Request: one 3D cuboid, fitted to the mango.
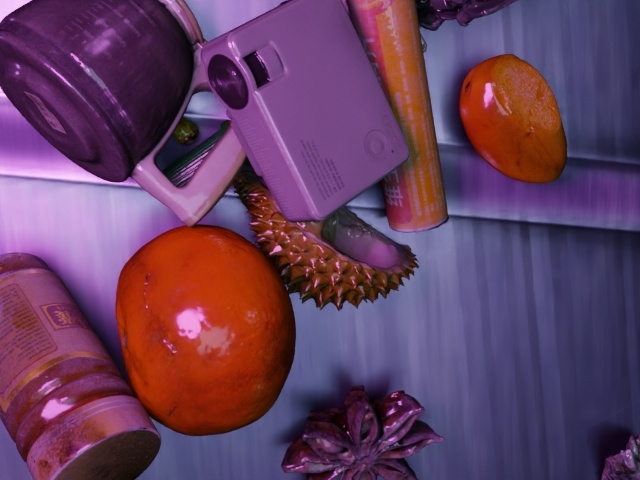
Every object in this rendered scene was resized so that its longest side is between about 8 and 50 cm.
[{"bbox_3d":[0.290,-0.172,1.238,0.217,0.102,0.141,47,66,-17],"label":"mango"}]

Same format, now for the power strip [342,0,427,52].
[{"bbox_3d":[0.079,-0.331,1.202,0.081,0.035,0.192,-33,104,-2],"label":"power strip"}]

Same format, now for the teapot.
[{"bbox_3d":[-0.234,-0.208,1.052,0.322,0.239,0.239,34,68,18],"label":"teapot"}]

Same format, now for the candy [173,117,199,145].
[{"bbox_3d":[-0.213,-0.191,1.179,0.035,0.035,0.123,-30,94,8],"label":"candy"}]

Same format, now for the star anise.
[{"bbox_3d":[0.056,0.307,1.274,0.236,0.109,0.223,12,121,-26],"label":"star anise"}]

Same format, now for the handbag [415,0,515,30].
[{"bbox_3d":[0.262,-0.370,1.120,0.260,0.247,0.079,-30,110,-5],"label":"handbag"}]

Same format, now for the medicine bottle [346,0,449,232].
[{"bbox_3d":[0.106,-0.220,1.158,0.108,0.108,0.425,-16,111,-7],"label":"medicine bottle"}]

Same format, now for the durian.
[{"bbox_3d":[0.000,0.000,1.192,0.306,0.172,0.166,28,70,-6],"label":"durian"}]

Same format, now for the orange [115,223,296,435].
[{"bbox_3d":[-0.156,0.116,1.116,0.226,0.284,0.283,-9,102,-25],"label":"orange"}]

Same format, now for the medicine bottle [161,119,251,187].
[{"bbox_3d":[-0.090,-0.156,1.179,0.309,0.076,0.111,-34,99,-4],"label":"medicine bottle"}]

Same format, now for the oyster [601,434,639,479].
[{"bbox_3d":[0.562,0.439,1.414,0.199,0.087,0.252,1,112,-10],"label":"oyster"}]

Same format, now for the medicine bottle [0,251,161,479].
[{"bbox_3d":[-0.348,0.169,1.066,0.151,0.151,0.322,-41,61,-1],"label":"medicine bottle"}]

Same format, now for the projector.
[{"bbox_3d":[-0.020,-0.173,1.072,0.192,0.099,0.256,-37,109,-32],"label":"projector"}]
